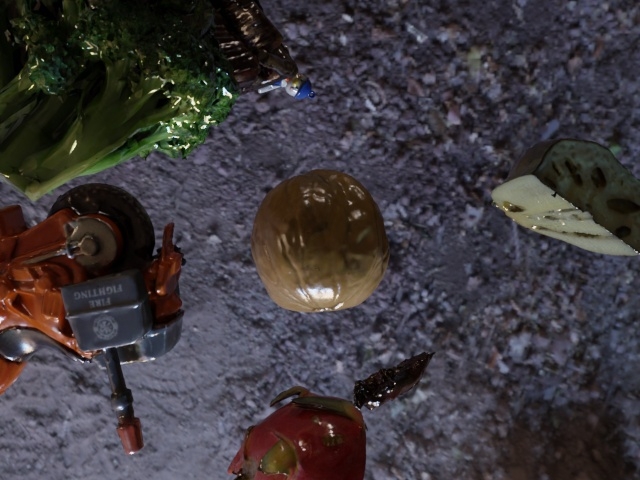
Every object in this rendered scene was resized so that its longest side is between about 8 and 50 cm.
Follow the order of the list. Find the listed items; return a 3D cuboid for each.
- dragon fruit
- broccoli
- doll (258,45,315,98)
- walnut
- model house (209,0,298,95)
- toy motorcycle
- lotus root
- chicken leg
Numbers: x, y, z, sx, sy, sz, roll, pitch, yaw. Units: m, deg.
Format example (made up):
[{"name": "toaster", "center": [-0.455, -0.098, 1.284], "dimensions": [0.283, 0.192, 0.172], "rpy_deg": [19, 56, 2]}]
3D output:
[{"name": "dragon fruit", "center": [-0.060, 0.448, 1.516], "dimensions": [0.226, 0.305, 0.305], "rpy_deg": [12, 94, -17]}, {"name": "broccoli", "center": [-0.231, -0.172, 0.716], "dimensions": [0.275, 0.308, 0.308], "rpy_deg": [-54, 128, -20]}, {"name": "doll", "center": [-0.070, -0.297, 1.350], "dimensions": [0.143, 0.057, 0.099], "rpy_deg": [33, 87, -13]}, {"name": "walnut", "center": [0.000, 0.000, 1.157], "dimensions": [0.228, 0.228, 0.228], "rpy_deg": [-11, 108, -37]}, {"name": "model house", "center": [-0.249, -0.307, 1.073], "dimensions": [0.317, 0.297, 0.282], "rpy_deg": [60, 27, 4]}, {"name": "toy motorcycle", "center": [-0.265, 0.081, 0.629], "dimensions": [0.326, 0.148, 0.221], "rpy_deg": [-12, 99, 5]}, {"name": "lotus root", "center": [0.487, -0.090, 1.485], "dimensions": [0.267, 0.260, 0.149], "rpy_deg": [35, 81, -9]}, {"name": "chicken leg", "center": [0.138, 0.268, 1.432], "dimensions": [0.234, 0.105, 0.063], "rpy_deg": [-11, 69, -55]}]
